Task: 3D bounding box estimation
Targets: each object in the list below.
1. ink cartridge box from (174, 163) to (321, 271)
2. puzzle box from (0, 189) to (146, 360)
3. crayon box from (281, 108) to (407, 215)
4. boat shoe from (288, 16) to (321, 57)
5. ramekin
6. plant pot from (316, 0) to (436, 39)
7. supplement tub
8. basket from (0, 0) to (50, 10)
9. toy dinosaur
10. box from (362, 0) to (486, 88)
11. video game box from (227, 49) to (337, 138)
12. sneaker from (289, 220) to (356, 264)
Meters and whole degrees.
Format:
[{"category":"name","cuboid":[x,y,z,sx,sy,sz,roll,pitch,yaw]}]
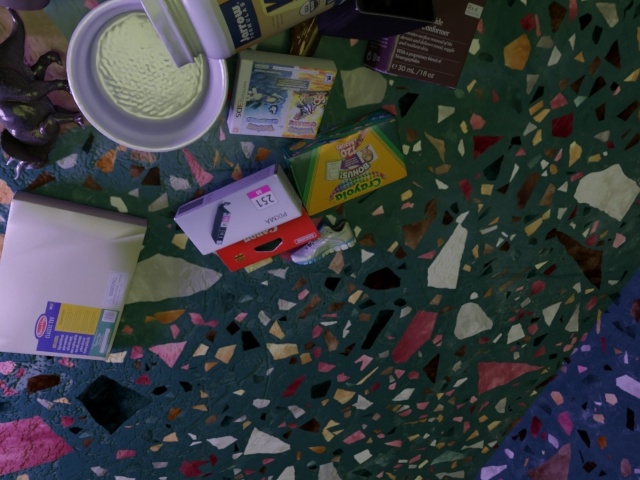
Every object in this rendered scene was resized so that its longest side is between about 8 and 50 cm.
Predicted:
[{"category":"ink cartridge box","cuboid":[-0.168,-0.030,1.147,0.275,0.060,0.238,-21,125,14]},{"category":"puzzle box","cuboid":[-0.597,0.102,1.115,0.272,0.052,0.408,14,113,-27]},{"category":"crayon box","cuboid":[0.062,-0.192,1.169,0.279,0.081,0.165,-23,124,-6]},{"category":"boat shoe","cuboid":[-0.035,-0.433,1.013,0.060,0.064,0.178,34,110,2]},{"category":"ramekin","cuboid":[-0.326,-0.323,0.917,0.278,0.135,0.277,-9,121,-15]},{"category":"plant pot","cuboid":[0.082,-0.480,0.902,0.188,0.167,0.187,-10,92,-33]},{"category":"supplement tub","cuboid":[-0.126,-0.423,0.726,0.316,0.228,0.228,-28,124,-4]},{"category":"basket","cuboid":[-0.446,-0.476,0.691,0.204,0.154,0.227,41,128,-5]},{"category":"toy dinosaur","cuboid":[-0.546,-0.261,0.882,0.160,0.121,0.313,-21,129,-24]},{"category":"box","cuboid":[0.245,-0.537,1.004,0.191,0.143,0.381,4,116,-22]},{"category":"video game box","cuboid":[-0.088,-0.309,1.028,0.205,0.048,0.187,-1,145,-20]},{"category":"sneaker","cuboid":[0.000,0.000,1.274,0.191,0.071,0.082,-25,118,-15]}]
